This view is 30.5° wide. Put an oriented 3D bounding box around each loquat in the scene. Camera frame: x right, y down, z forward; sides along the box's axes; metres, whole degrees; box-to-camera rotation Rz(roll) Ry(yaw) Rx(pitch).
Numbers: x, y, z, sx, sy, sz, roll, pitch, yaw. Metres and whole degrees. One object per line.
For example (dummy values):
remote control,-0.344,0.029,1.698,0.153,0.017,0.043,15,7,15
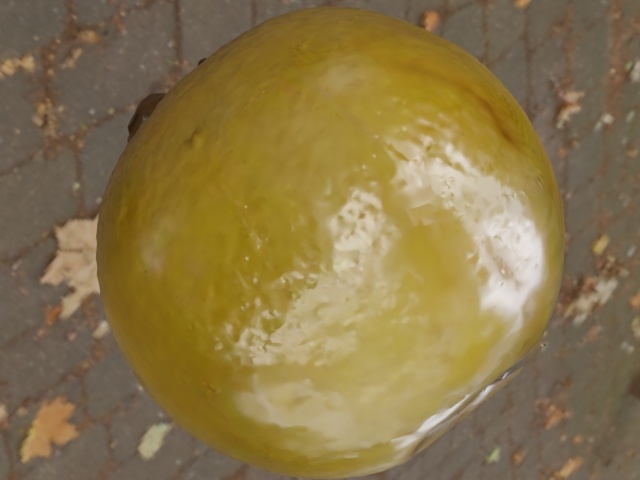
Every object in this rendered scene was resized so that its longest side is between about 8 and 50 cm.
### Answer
loquat,0.000,0.000,0.679,0.275,0.275,0.275,-36,146,-29
